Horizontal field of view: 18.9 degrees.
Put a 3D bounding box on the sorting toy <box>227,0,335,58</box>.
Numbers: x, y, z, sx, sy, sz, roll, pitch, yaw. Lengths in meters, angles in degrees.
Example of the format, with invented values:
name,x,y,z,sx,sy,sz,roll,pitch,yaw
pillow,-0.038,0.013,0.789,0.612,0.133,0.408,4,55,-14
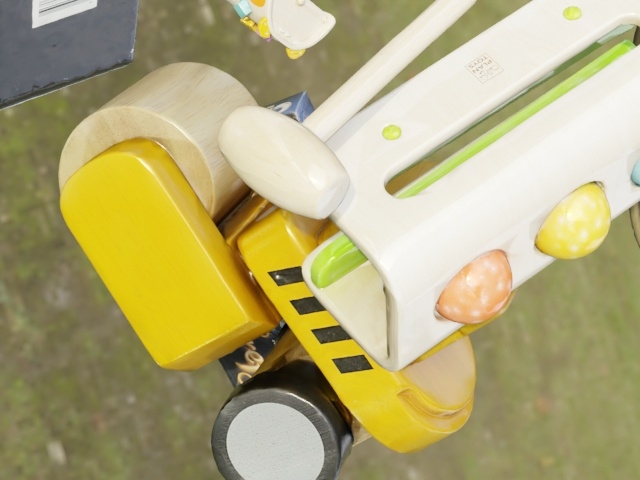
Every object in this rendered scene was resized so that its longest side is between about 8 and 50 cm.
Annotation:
name,x,y,z,sx,sy,sz,roll,pitch,yaw
sorting toy,-0.044,-0.171,1.395,0.075,0.045,0.083,29,-1,36

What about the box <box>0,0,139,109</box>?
name,x,y,z,sx,sy,sz,roll,pitch,yaw
box,-0.323,-0.341,1.898,0.294,0.182,0.296,52,-31,29

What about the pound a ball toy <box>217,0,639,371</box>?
name,x,y,z,sx,sy,sz,roll,pitch,yaw
pound a ball toy,0.106,-0.051,1.152,0.136,0.319,0.208,46,-22,27

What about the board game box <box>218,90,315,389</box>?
name,x,y,z,sx,sy,sz,roll,pitch,yaw
board game box,-0.035,0.016,1.558,0.243,0.165,0.042,63,23,-20

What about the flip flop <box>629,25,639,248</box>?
name,x,y,z,sx,sy,sz,roll,pitch,yaw
flip flop,0.327,-0.088,1.709,0.112,0.080,0.277,-43,135,-54

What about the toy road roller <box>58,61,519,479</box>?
name,x,y,z,sx,sy,sz,roll,pitch,yaw
toy road roller,0.000,0.000,1.354,0.329,0.240,0.202,55,24,-8
